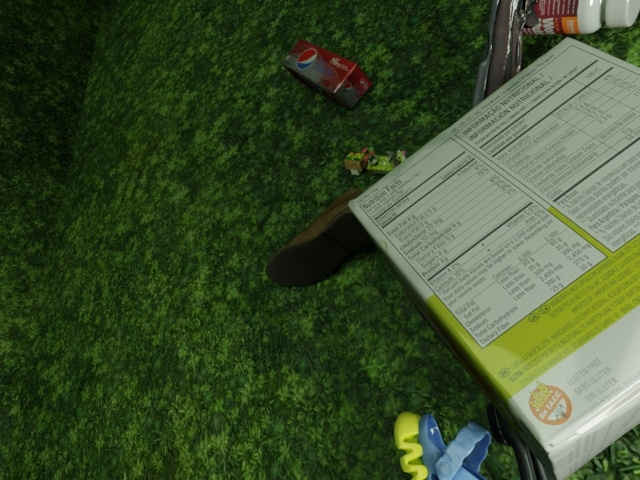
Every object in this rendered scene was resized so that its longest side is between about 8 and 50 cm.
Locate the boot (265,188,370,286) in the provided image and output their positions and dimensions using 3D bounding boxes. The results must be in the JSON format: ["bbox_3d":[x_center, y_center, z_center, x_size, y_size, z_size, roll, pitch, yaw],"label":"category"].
[{"bbox_3d":[0.000,0.000,0.996,0.305,0.112,0.115,-35,28,31],"label":"boot"}]

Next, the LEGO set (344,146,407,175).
[{"bbox_3d":[0.141,-0.143,0.951,0.132,0.107,0.287,-42,51,12],"label":"LEGO set"}]

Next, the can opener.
[{"bbox_3d":[0.304,0.315,0.660,0.059,0.073,0.186,-7,61,-11],"label":"can opener"}]

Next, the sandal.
[{"bbox_3d":[0.209,0.391,0.643,0.138,0.126,0.318,-25,57,19],"label":"sandal"}]

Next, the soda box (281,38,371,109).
[{"bbox_3d":[0.011,-0.444,1.203,0.092,0.083,0.263,-51,50,6],"label":"soda box"}]

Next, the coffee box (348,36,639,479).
[{"bbox_3d":[0.298,0.036,0.567,0.338,0.338,0.334,-37,50,2],"label":"coffee box"}]

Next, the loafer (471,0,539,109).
[{"bbox_3d":[0.361,-0.382,0.845,0.095,0.109,0.303,17,120,22],"label":"loafer"}]

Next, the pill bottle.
[{"bbox_3d":[0.469,-0.454,0.855,0.221,0.121,0.121,21,82,40],"label":"pill bottle"}]
